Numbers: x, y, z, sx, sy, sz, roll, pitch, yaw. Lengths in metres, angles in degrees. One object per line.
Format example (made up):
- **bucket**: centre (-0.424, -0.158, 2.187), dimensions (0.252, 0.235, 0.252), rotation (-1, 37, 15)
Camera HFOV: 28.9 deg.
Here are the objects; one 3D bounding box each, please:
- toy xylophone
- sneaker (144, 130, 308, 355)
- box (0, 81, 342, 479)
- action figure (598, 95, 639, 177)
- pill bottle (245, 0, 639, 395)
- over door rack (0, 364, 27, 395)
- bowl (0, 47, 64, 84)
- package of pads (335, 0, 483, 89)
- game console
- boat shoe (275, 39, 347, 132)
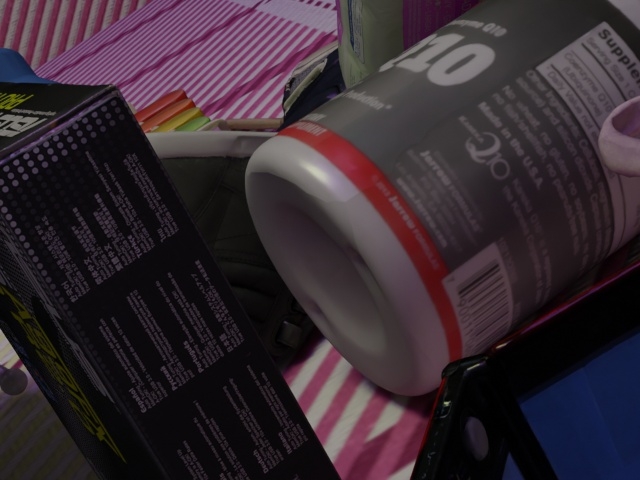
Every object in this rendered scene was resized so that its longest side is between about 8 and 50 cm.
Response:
- **toy xylophone**: centre (-0.155, -0.087, 1.244), dimensions (0.236, 0.081, 0.322), rotation (-38, 23, -24)
- **sneaker**: centre (0.000, 0.000, 0.837), dimensions (0.295, 0.147, 0.104), rotation (-3, 2, -20)
- **box**: centre (-0.079, 0.060, 0.542), dimensions (0.060, 0.270, 0.216), rotation (-35, 22, -19)
- **action figure**: centre (0.341, -0.147, 0.620), dimensions (0.248, 0.276, 0.370), rotation (21, 18, 40)
- **pill bottle**: centre (0.113, -0.054, 0.705), dimensions (0.283, 0.161, 0.161), rotation (-35, 21, -18)
- **over door rack**: centre (-0.304, 0.129, 0.866), dimensions (0.239, 0.108, 0.324), rotation (-47, 10, -36)
- **bowl**: centre (-0.303, 0.026, 0.755), dimensions (0.391, 0.077, 0.391), rotation (-40, 7, 6)
- **package of pads**: centre (0.154, -0.200, 0.821), dimensions (0.296, 0.229, 0.101), rotation (-16, 63, -5)
- **game console**: centre (0.101, 0.098, 0.397), dimensions (0.085, 0.144, 0.124), rotation (-19, 23, 27)
- **boat shoe**: centre (0.112, -0.143, 0.992), dimensions (0.340, 0.127, 0.158), rotation (-30, 21, 24)
